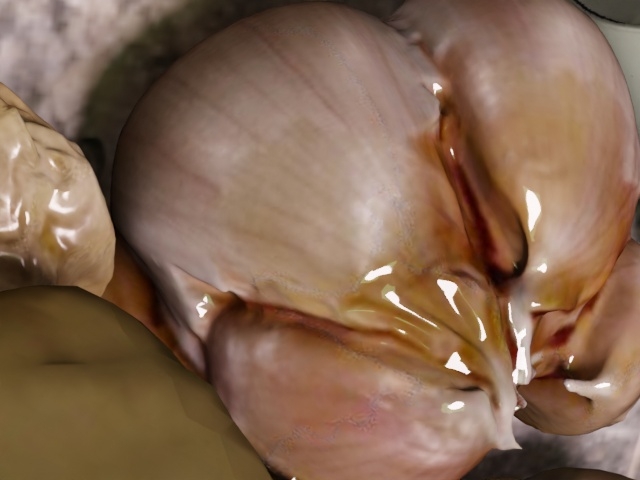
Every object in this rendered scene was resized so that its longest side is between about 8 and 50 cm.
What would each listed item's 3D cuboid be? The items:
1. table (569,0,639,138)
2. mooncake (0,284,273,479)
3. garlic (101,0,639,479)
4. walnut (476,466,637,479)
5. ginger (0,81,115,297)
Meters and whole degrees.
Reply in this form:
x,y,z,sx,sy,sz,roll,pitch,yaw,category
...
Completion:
x,y,z,sx,sy,sz,roll,pitch,yaw,category
0.181,-0.026,0.614,0.126,0.126,0.220,-31,124,-4,table
-0.092,0.235,0.470,0.393,0.246,0.394,-43,144,14,mooncake
0.000,0.000,0.543,0.214,0.191,0.160,-6,94,-7,garlic
0.089,0.215,0.647,0.248,0.248,0.248,-10,119,-18,walnut
-0.140,-0.047,0.484,0.137,0.074,0.213,-13,110,34,ginger
